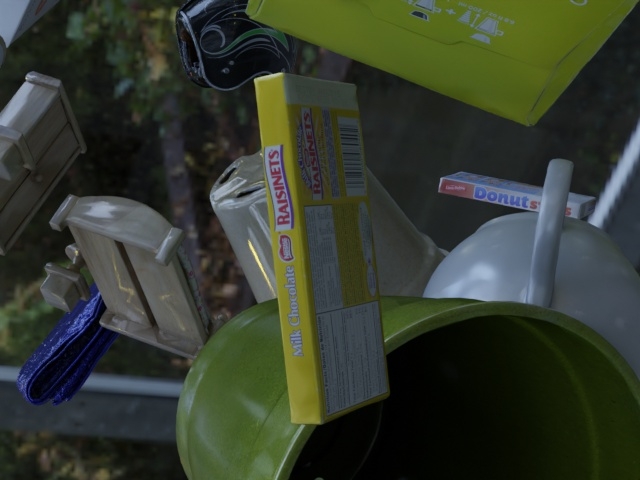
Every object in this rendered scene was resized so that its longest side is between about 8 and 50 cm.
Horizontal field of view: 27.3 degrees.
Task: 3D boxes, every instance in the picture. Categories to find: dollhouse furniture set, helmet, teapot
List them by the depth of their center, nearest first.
[{"bbox_3d":[0.220,0.051,1.316,0.256,0.252,0.187,-18,51,49],"label":"teapot"},{"bbox_3d":[-0.196,-0.047,1.376,0.174,0.355,0.303,-60,-23,-29],"label":"dollhouse furniture set"},{"bbox_3d":[-0.117,-0.291,1.920,0.169,0.161,0.169,162,90,-75],"label":"helmet"}]

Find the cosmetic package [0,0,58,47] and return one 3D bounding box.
[{"bbox_3d":[-0.300,-0.444,1.584,0.377,0.097,0.284,-58,6,23],"label":"cosmetic package"}]

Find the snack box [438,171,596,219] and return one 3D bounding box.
[{"bbox_3d":[0.236,-0.055,1.585,0.064,0.178,0.022,-20,-61,-60],"label":"snack box"}]

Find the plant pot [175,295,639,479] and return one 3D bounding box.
[{"bbox_3d":[0.040,0.195,1.152,0.353,0.366,0.367,21,104,61],"label":"plant pot"}]

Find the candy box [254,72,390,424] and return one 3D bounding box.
[{"bbox_3d":[0.003,0.004,0.812,0.027,0.105,0.206,-6,89,28],"label":"candy box"}]

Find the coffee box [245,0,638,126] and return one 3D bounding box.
[{"bbox_3d":[0.147,-0.362,1.281,0.338,0.337,0.334,120,170,-73],"label":"coffee box"}]

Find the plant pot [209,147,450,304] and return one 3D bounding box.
[{"bbox_3d":[0.000,0.000,2.009,0.305,0.333,0.334,59,175,-23],"label":"plant pot"}]

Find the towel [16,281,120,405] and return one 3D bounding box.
[{"bbox_3d":[-0.355,0.152,1.954,0.228,0.076,0.308,-51,10,-13],"label":"towel"}]
